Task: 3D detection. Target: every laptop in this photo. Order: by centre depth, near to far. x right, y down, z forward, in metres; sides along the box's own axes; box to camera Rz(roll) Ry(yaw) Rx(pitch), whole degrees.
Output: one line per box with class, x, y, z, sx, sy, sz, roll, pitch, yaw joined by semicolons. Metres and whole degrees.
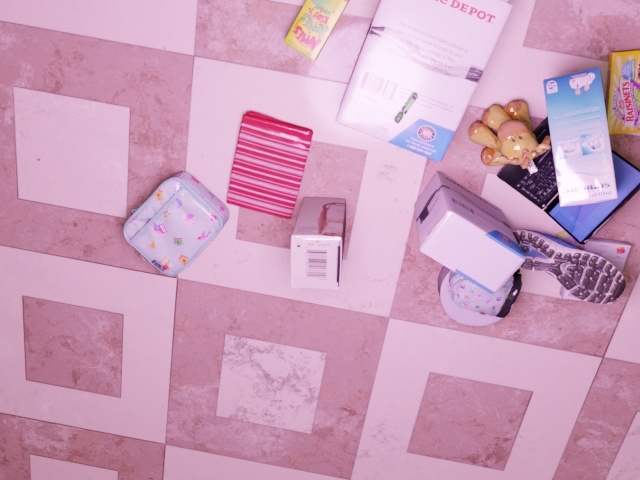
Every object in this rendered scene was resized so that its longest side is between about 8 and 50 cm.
laptop;0.645;-0.167;1.510;0.264;0.137;0.234;34;111;-9

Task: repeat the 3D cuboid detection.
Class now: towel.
towel;0.695;0.010;1.620;0.060;0.009;0.083;-29;84;44
towel;-0.144;-0.206;1.625;0.198;0.031;0.275;15;115;-3

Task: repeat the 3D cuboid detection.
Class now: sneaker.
sneaker;0.661;0.051;1.578;0.329;0.147;0.130;30;114;13

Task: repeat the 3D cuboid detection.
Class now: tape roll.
tape roll;0.453;0.138;1.690;0.219;0.072;0.219;2;112;5

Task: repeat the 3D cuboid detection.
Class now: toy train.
toy train;0.202;-0.310;1.373;0.017;0.024;0.083;33;114;-10

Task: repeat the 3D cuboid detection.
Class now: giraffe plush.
giraffe plush;0.481;-0.243;1.456;0.210;0.170;0.181;45;110;1

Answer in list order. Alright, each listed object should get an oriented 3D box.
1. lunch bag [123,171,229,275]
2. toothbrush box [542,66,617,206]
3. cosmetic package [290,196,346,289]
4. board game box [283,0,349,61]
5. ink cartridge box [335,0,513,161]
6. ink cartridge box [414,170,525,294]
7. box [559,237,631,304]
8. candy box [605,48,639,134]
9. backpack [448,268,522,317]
lunch bag;-0.422;-0.047;1.674;0.224;0.108;0.279;44;110;-12
toothbrush box;0.619;-0.238;1.387;0.126;0.216;0.296;-9;94;25
cosmetic package;0.000;0.000;1.553;0.129;0.296;0.153;2;114;3
board game box;-0.007;-0.555;1.460;0.092;0.043;0.181;30;112;-8
ink cartridge box;0.240;-0.436;1.420;0.285;0.166;0.395;21;114;-4
ink cartridge box;0.370;-0.030;1.501;0.223;0.307;0.129;30;114;-8
box;0.777;0.085;1.656;0.145;0.038;0.186;6;114;3
candy box;0.779;-0.373;1.472;0.105;0.027;0.206;-3;112;10
backpack;0.440;0.128;1.586;0.181;0.115;0.152;17;116;1
